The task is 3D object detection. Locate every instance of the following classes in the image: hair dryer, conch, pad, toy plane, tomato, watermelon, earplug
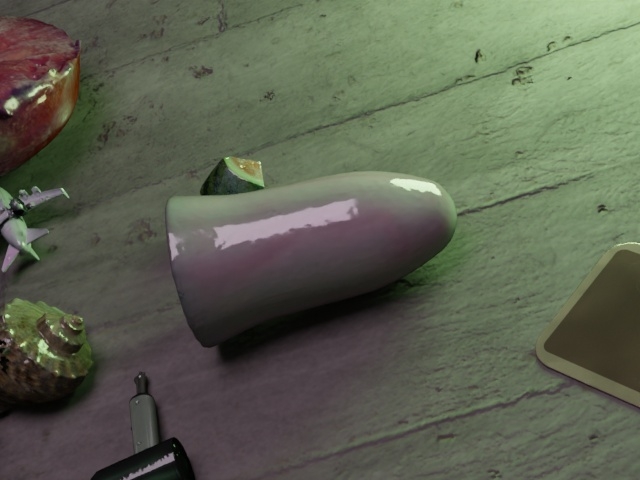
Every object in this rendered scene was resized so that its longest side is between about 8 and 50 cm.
[{"bbox_3d":[-0.193,0.208,1.487,0.100,0.057,0.197,-22,34,6],"label":"hair dryer"},{"bbox_3d":[-0.346,0.138,1.612,0.207,0.130,0.155,-37,3,23],"label":"conch"},{"bbox_3d":[0.350,0.094,1.343,0.266,0.002,0.176,23,62,40],"label":"pad"},{"bbox_3d":[-0.405,-0.028,1.811,0.162,0.065,0.171,-42,48,1],"label":"toy plane"},{"bbox_3d":[-0.462,-0.181,1.914,0.290,0.176,0.335,-22,34,-27],"label":"tomato"},{"bbox_3d":[-0.092,-0.053,1.676,0.072,0.084,0.092,-34,77,-37],"label":"watermelon"},{"bbox_3d":[0.000,0.000,1.515,0.301,0.172,0.172,-14,44,6],"label":"earplug"}]
